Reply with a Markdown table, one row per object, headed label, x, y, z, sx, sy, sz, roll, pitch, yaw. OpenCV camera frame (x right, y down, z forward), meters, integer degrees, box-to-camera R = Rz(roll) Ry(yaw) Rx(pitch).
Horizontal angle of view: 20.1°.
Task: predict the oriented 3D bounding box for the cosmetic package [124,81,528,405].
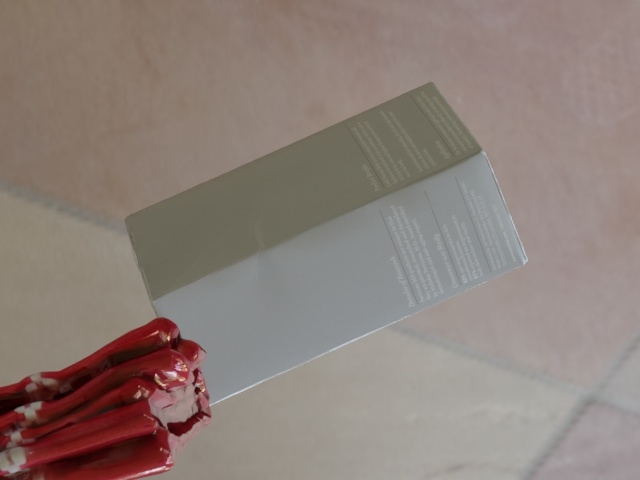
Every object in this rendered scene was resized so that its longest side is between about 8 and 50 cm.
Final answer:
| label | x | y | z | sx | sy | sz | roll | pitch | yaw |
| --- | --- | --- | --- | --- | --- | --- | --- | --- | --- |
| cosmetic package | 0.000 | 0.000 | 1.198 | 0.238 | 0.127 | 0.107 | -25 | 121 | 2 |

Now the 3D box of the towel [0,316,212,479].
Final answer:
| label | x | y | z | sx | sy | sz | roll | pitch | yaw |
| --- | --- | --- | --- | --- | --- | --- | --- | --- | --- |
| towel | -0.159 | 0.067 | 0.440 | 0.275 | 0.199 | 0.031 | -14 | 86 | -3 |
